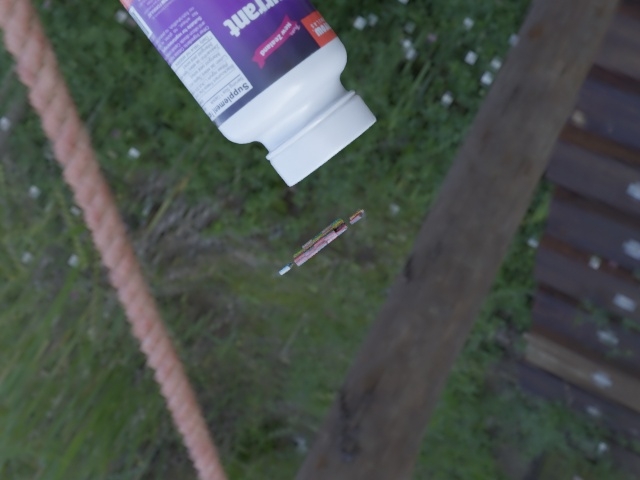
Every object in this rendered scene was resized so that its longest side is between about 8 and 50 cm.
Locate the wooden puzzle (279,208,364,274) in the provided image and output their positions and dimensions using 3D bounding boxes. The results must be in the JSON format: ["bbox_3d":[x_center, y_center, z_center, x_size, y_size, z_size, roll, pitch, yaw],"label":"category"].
[{"bbox_3d":[0.000,0.000,1.145,0.006,0.083,0.049,52,-178,-6],"label":"wooden puzzle"}]

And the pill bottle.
[{"bbox_3d":[-0.050,-0.138,1.022,0.193,0.108,0.108,52,160,-5],"label":"pill bottle"}]
